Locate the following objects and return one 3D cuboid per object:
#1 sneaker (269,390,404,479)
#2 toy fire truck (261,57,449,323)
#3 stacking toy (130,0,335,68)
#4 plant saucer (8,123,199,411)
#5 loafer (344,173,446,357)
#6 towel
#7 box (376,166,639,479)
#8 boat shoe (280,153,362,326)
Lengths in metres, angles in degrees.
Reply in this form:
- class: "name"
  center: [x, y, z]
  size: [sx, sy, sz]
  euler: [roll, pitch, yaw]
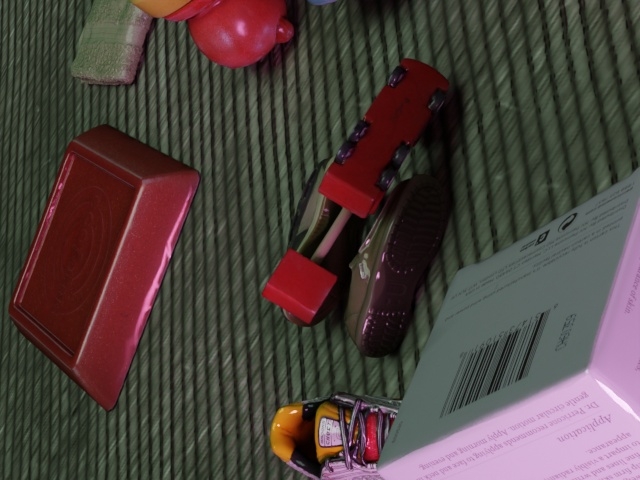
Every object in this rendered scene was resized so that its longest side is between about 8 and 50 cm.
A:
- class: "sneaker"
  center: [0.045, 0.153, 1.154]
  size: [0.225, 0.092, 0.088]
  euler: [-9, 67, 53]
- class: "toy fire truck"
  center: [0.029, -0.040, 1.262]
  size: [0.192, 0.047, 0.135]
  euler: [-57, -5, -32]
- class: "stacking toy"
  center: [0.001, -0.295, 1.468]
  size: [0.309, 0.130, 0.279]
  euler: [-15, 37, 49]
- class: "plant saucer"
  center: [-0.242, 0.015, 1.679]
  size: [0.259, 0.047, 0.258]
  euler: [28, 98, 56]
- class: "loafer"
  center: [0.051, 0.016, 1.244]
  size: [0.050, 0.056, 0.148]
  euler: [26, 97, 50]
- class: "towel"
  center: [-0.235, -0.226, 1.802]
  size: [0.148, 0.027, 0.110]
  euler: [14, 88, 57]
- class: "box"
  center: [0.155, 0.079, 0.949]
  size: [0.181, 0.119, 0.182]
  euler: [-33, 22, 43]
- class: "boat shoe"
  center: [0.000, 0.000, 1.334]
  size: [0.049, 0.056, 0.152]
  euler: [-4, 62, 60]
